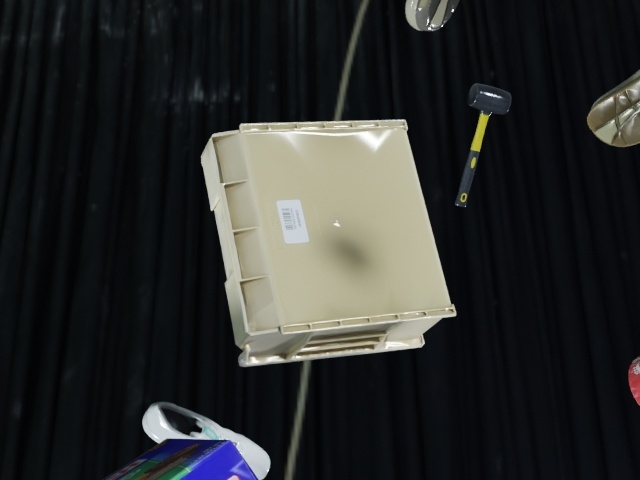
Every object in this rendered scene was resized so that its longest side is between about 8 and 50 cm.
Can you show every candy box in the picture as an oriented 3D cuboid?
[{"bbox_3d":[-0.210,0.326,1.121,0.268,0.122,0.317,-32,-179,-22],"label":"candy box"}]

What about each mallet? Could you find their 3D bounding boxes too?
[{"bbox_3d":[0.247,-0.143,1.622,0.062,0.190,0.039,4,-169,-15],"label":"mallet"}]

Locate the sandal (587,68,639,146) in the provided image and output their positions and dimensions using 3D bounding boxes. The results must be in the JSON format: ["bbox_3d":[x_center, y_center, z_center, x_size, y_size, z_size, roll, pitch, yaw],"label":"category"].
[{"bbox_3d":[0.318,-0.138,0.929,0.180,0.049,0.072,-24,113,44],"label":"sandal"}]

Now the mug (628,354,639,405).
[{"bbox_3d":[0.498,0.170,1.432,0.150,0.113,0.169,18,150,-26],"label":"mug"}]

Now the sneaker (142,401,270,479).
[{"bbox_3d":[-0.170,0.308,1.618,0.212,0.080,0.094,26,150,-7],"label":"sneaker"}]

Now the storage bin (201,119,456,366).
[{"bbox_3d":[0.000,0.000,1.270,0.260,0.262,0.123,-4,160,-22],"label":"storage bin"}]

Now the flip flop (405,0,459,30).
[{"bbox_3d":[0.140,-0.360,1.154,0.080,0.277,0.112,19,173,27],"label":"flip flop"}]
